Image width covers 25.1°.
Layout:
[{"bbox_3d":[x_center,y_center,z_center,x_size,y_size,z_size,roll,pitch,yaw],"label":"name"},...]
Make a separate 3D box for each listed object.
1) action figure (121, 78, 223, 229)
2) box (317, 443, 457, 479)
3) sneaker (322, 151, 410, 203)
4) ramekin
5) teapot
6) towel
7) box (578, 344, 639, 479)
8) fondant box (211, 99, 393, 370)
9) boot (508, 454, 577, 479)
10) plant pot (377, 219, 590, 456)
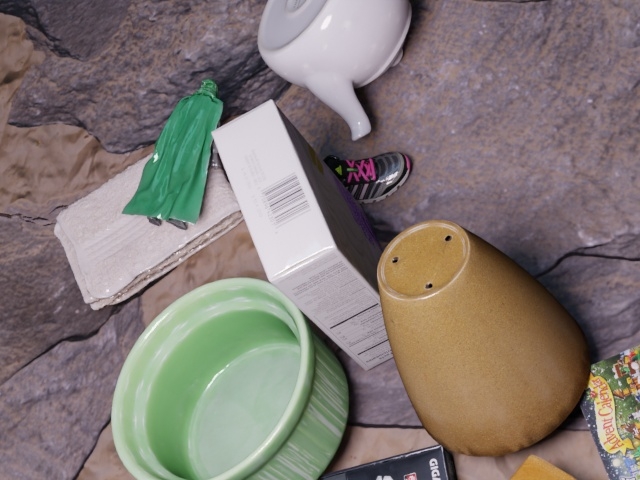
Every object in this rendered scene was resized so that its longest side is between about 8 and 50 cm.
[{"bbox_3d":[-0.194,-0.132,2.110,0.137,0.063,0.232,11,74,28],"label":"action figure"},{"bbox_3d":[0.097,0.384,1.799,0.175,0.051,0.220,-17,61,16],"label":"box"},{"bbox_3d":[0.041,-0.089,2.029,0.170,0.075,0.063,-16,61,17],"label":"sneaker"},{"bbox_3d":[-0.110,0.214,1.886,0.303,0.148,0.303,-19,51,24],"label":"ramekin"},{"bbox_3d":[0.044,-0.316,2.076,0.256,0.187,0.252,-54,28,13],"label":"teapot"},{"bbox_3d":[-0.261,-0.035,2.156,0.282,0.049,0.187,-34,58,6],"label":"towel"},{"bbox_3d":[0.414,0.238,1.728,0.159,0.044,0.233,-25,59,12],"label":"box"},{"bbox_3d":[0.000,0.000,1.854,0.096,0.330,0.238,-28,59,8],"label":"fondant box"},{"bbox_3d":[0.197,0.341,1.696,0.295,0.104,0.211,30,70,-2],"label":"boot"},{"bbox_3d":[0.176,0.097,1.745,0.237,0.254,0.237,-17,45,19],"label":"plant pot"}]
